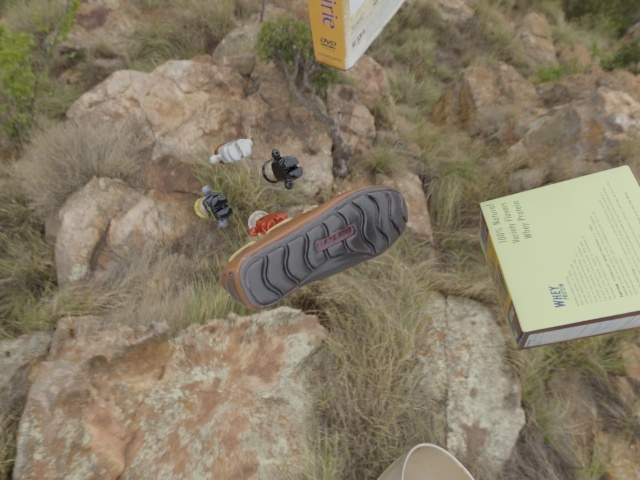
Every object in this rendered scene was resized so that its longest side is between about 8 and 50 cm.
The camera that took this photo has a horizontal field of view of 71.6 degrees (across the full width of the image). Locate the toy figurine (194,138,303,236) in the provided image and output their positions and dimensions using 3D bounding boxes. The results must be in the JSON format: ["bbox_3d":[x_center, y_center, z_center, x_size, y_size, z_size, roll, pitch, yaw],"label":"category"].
[{"bbox_3d":[-0.166,-0.120,1.021,0.209,0.148,0.213,14,89,-29],"label":"toy figurine"}]

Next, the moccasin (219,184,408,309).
[{"bbox_3d":[0.001,0.003,0.795,0.380,0.147,0.139,-33,109,-24],"label":"moccasin"}]

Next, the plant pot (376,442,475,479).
[{"bbox_3d":[0.160,0.519,0.740,0.284,0.191,0.284,36,29,-24],"label":"plant pot"}]

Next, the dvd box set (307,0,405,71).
[{"bbox_3d":[0.068,-0.452,0.475,0.062,0.420,0.308,25,67,20],"label":"dvd box set"}]

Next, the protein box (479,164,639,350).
[{"bbox_3d":[0.359,0.033,0.643,0.201,0.136,0.200,-15,62,13],"label":"protein box"}]
